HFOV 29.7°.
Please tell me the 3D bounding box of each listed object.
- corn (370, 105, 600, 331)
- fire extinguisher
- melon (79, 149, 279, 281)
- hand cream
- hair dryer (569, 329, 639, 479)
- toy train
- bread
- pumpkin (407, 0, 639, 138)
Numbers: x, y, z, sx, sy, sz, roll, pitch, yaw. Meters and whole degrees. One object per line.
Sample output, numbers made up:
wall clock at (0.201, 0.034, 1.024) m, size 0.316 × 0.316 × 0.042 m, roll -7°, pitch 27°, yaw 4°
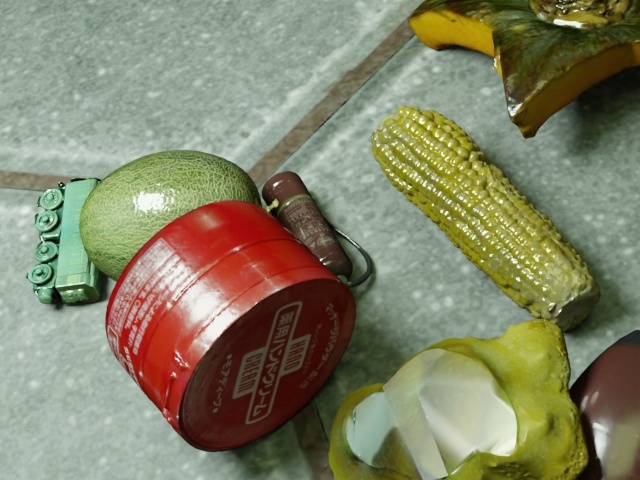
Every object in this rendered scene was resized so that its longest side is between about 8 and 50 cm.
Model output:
corn at (0.148, -0.031, 1.129) m, size 0.086 × 0.086 × 0.288 m, roll -33°, pitch 58°, yaw -13°
fire extinguisher at (0.000, 0.000, 1.159) m, size 0.078 × 0.045 × 0.157 m, roll -11°, pitch 50°, yaw -25°
melon at (-0.131, -0.018, 1.134) m, size 0.192 × 0.139 × 0.139 m, roll -7°, pitch 54°, yaw 9°
hand cream at (-0.076, 0.072, 1.031) m, size 0.193 × 0.193 × 0.125 m, roll -37°, pitch 58°, yaw -16°
hair dryer at (0.317, 0.254, 0.905) m, size 0.340 × 0.123 × 0.313 m, roll 19°, pitch 71°, yaw 10°
toy train at (-0.251, -0.001, 1.207) m, size 0.070 × 0.038 × 0.148 m, roll -6°, pitch 54°, yaw 3°
bread at (0.095, 0.153, 0.953) m, size 0.233 × 0.088 × 0.161 m, roll -29°, pitch 54°, yaw 26°
pumpkin at (0.270, -0.216, 1.229) m, size 0.290 × 0.095 × 0.258 m, roll -16°, pitch 41°, yaw -12°
